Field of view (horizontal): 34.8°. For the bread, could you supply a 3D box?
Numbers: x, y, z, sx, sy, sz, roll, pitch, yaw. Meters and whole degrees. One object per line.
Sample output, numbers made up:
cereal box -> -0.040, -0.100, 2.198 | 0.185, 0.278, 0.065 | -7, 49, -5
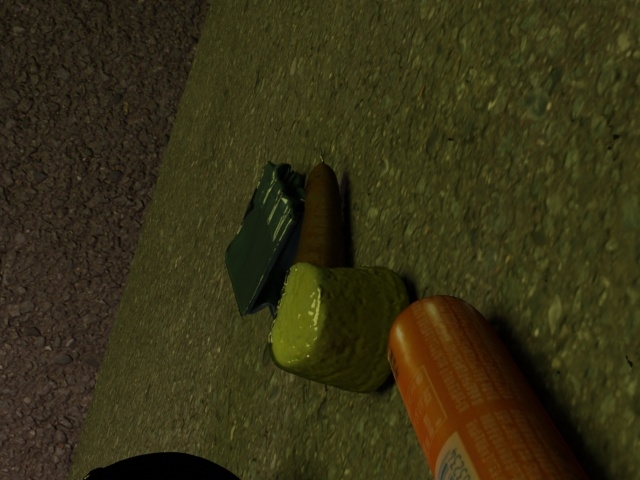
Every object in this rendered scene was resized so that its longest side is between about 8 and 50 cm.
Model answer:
bread -> 0.022, 0.084, 0.995 | 0.111, 0.114, 0.129 | 27, 104, 65

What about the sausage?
sausage -> 0.111, 0.127, 0.733 | 0.312, 0.093, 0.093 | -112, 42, -62

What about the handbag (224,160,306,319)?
handbag -> -0.063, -0.004, 1.399 | 0.179, 0.062, 0.229 | -65, 20, 16

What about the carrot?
carrot -> 0.000, 0.000, 1.201 | 0.078, 0.078, 0.298 | 126, 156, -46

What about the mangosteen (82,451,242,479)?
mangosteen -> -0.161, 0.371, 1.061 | 0.313, 0.297, 0.297 | 26, 103, 27
